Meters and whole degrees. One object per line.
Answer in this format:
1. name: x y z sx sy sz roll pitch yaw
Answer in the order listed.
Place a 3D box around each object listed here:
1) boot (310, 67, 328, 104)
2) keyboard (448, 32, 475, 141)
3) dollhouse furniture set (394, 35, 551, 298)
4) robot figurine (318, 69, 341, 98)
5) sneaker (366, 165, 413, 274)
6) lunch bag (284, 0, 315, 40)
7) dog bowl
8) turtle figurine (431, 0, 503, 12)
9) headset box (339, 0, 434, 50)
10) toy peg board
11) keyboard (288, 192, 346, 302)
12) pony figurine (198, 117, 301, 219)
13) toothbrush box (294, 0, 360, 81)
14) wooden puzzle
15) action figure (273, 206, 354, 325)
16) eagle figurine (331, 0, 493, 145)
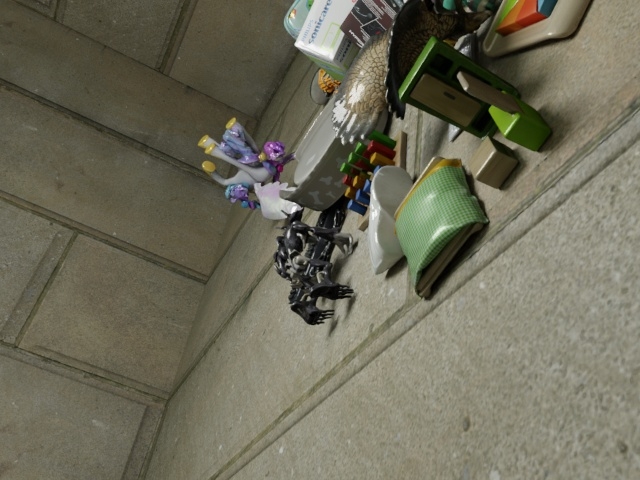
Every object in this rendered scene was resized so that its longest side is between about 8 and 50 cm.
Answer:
1. boot: 0.041 -0.549 2.181 0.247 0.083 0.161 -60 21 25
2. keyboard: 0.250 -0.280 1.155 0.072 0.014 0.256 -50 21 46
3. dollhouse furniture set: 0.155 -0.101 0.934 0.302 0.151 0.198 -58 17 28
4. robot figurine: 0.072 -0.581 2.015 0.211 0.085 0.291 -7 67 55
5. sneaker: 0.112 -0.038 1.153 0.094 0.080 0.212 114 170 -53
6. lunch bag: 0.057 -0.613 1.841 0.224 0.279 0.108 -54 16 2
7. dog bowl: 0.034 -0.223 1.573 0.349 0.102 0.349 -53 16 22
8. turtle figurine: 0.276 -0.492 1.217 0.234 0.118 0.175 138 153 -69
9. headset box: 0.200 -0.560 1.418 0.218 0.110 0.293 -42 -2 -37
10. toy peg board: 0.098 -0.135 1.328 0.161 0.079 0.161 -52 20 43
11. keyboard: 0.000 0.000 1.555 0.317 0.033 0.201 -70 16 -12
12. pony figurine: -0.186 -0.218 2.056 0.351 0.363 0.303 -16 42 51
13. toothbrush box: 0.078 -0.524 1.655 0.206 0.122 0.283 -64 -23 5
14. wooden puzzle: 0.337 -0.390 0.965 0.221 0.044 0.238 -65 15 4
15. action figure: -0.018 0.046 1.343 0.164 0.140 0.276 -60 31 30
16. eagle figurine: 0.150 -0.315 1.113 0.298 0.226 0.225 -33 48 -20
